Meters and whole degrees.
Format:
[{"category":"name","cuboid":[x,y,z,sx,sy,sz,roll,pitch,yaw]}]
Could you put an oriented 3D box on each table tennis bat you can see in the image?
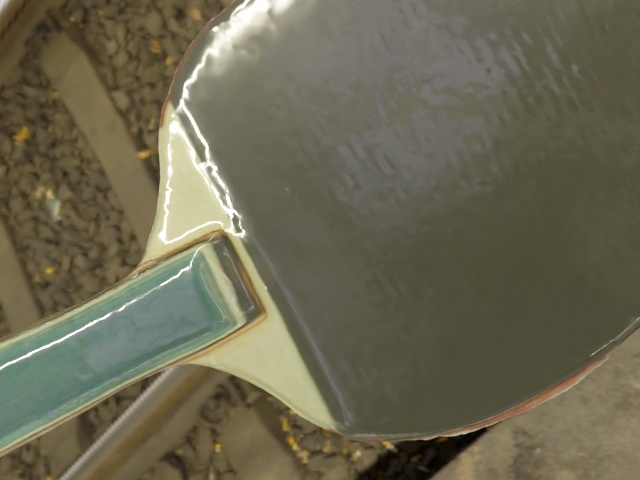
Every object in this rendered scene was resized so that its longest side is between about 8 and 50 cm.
[{"category":"table tennis bat","cuboid":[0.000,0.000,0.352,0.301,0.022,0.173,-28,95,-8]}]
